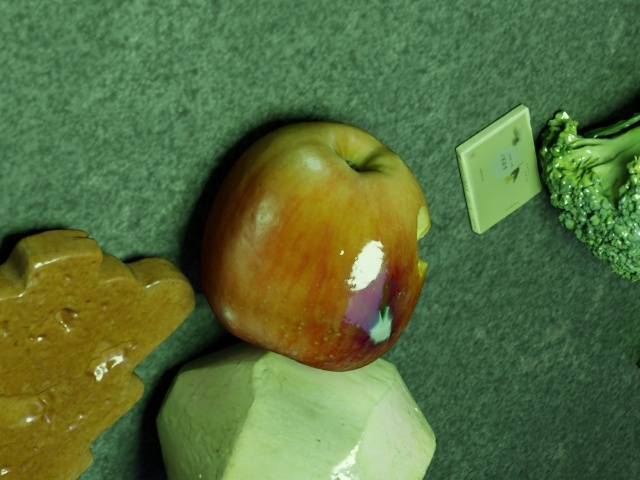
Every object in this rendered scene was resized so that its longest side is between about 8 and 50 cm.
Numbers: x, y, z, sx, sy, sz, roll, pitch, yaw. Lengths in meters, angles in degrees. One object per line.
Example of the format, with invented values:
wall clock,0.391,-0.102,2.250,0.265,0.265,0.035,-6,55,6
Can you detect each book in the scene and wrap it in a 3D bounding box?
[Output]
book,0.162,-0.063,1.715,0.077,0.014,0.111,-35,140,-16

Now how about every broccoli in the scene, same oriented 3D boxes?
broccoli,0.346,-0.127,1.701,0.252,0.221,0.361,-10,119,-45

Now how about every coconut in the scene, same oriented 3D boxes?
coconut,-0.032,0.182,1.586,0.237,0.237,0.197,-60,180,15

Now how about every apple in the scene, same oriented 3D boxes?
apple,0.000,0.000,1.501,0.199,0.199,0.199,-24,136,-26

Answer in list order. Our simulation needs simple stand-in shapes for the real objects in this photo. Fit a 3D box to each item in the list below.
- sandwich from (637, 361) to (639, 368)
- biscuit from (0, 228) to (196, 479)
sandwich,0.421,0.135,2.061,0.094,0.096,0.258,-55,140,0
biscuit,-0.240,0.122,1.482,0.284,0.043,0.306,-8,129,-40
